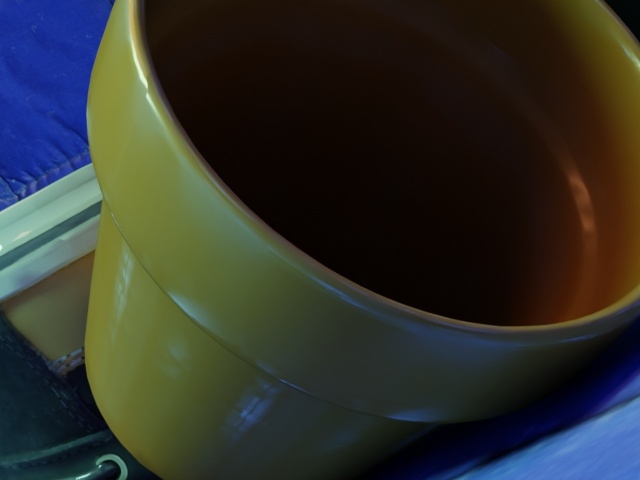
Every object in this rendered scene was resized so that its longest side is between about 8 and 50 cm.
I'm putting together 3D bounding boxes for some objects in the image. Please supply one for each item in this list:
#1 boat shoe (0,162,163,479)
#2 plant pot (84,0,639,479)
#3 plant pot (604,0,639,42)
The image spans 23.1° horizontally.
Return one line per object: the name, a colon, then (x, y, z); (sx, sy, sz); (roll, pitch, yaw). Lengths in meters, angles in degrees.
boat shoe: (-0.184, 0.108, 0.860); (0.187, 0.156, 0.500); (-34, 1, -36)
plant pot: (0.000, 0.000, 0.578); (0.205, 0.205, 0.188); (-34, -15, -42)
plant pot: (0.191, -0.207, 0.843); (0.366, 0.366, 0.353); (-34, -11, 22)
